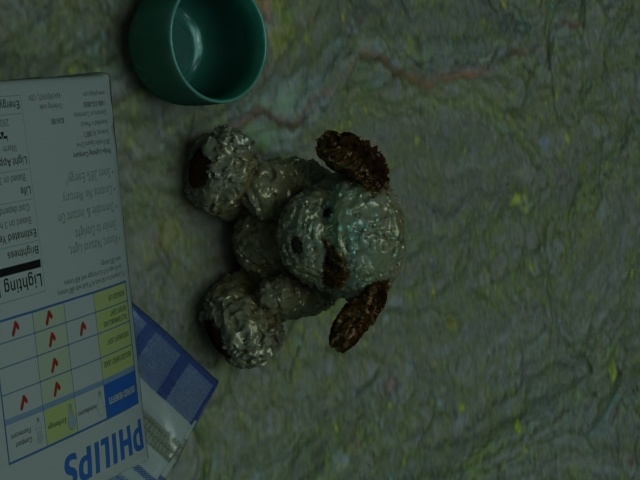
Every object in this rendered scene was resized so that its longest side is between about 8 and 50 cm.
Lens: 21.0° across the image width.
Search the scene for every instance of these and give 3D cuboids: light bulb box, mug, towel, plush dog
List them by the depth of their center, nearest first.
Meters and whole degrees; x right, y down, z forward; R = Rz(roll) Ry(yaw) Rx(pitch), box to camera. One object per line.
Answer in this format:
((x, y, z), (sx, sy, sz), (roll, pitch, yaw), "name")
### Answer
((-0.330, 0.051, 1.449), (0.358, 0.225, 0.361), (-19, 105, -69), "light bulb box")
((-0.234, 0.202, 1.752), (0.209, 0.034, 0.285), (46, 59, -30), "towel")
((-0.135, -0.218, 1.791), (0.129, 0.097, 0.158), (-2, 91, -42), "mug")
((0.000, 0.000, 1.830), (0.210, 0.225, 0.262), (-10, 97, -42), "plush dog")
